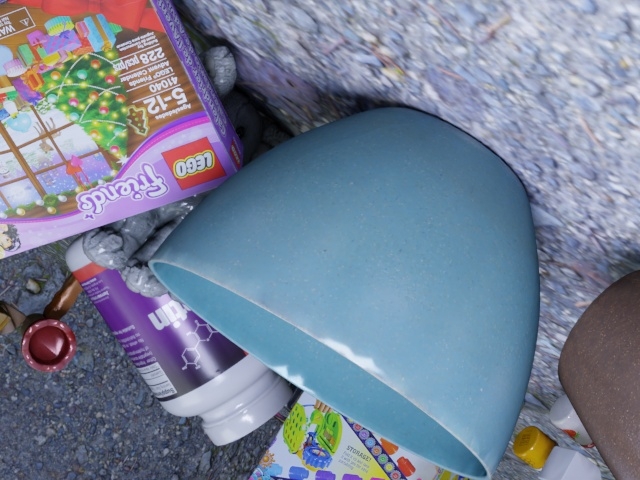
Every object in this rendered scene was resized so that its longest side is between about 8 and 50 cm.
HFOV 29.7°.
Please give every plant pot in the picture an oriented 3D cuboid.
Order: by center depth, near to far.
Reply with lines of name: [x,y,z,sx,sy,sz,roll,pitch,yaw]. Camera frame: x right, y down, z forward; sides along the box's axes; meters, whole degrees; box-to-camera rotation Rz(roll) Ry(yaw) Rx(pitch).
plant pot: [0.276,0.126,0.797,0.230,0.215,0.215,41,175,38]
plant pot: [0.048,0.018,0.894,0.290,0.195,0.290,31,167,8]

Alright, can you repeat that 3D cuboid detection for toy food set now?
toy food set: [0.311,0.231,1.249,0.104,0.111,0.232,38,164,-20]

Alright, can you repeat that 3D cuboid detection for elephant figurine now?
elephant figurine: [-0.101,-0.071,1.084,0.169,0.239,0.186,22,-160,-29]

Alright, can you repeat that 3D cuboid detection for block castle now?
block castle: [-0.517,-0.028,1.866,0.453,0.303,0.213,38,173,-21]

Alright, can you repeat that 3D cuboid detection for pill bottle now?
pill bottle: [-0.172,0.097,1.554,0.323,0.181,0.181,57,163,-8]

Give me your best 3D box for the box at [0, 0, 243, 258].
box: [-0.231,-0.094,0.925,0.057,0.293,0.201,-92,-20,-53]

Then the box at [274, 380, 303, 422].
box: [0.007,0.205,1.770,0.143,0.165,0.270,21,163,40]

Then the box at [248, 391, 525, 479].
box: [0.093,0.233,1.405,0.177,0.279,0.290,28,166,21]
